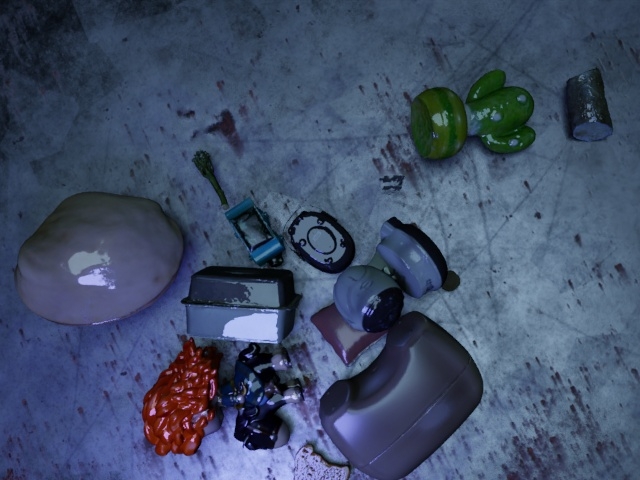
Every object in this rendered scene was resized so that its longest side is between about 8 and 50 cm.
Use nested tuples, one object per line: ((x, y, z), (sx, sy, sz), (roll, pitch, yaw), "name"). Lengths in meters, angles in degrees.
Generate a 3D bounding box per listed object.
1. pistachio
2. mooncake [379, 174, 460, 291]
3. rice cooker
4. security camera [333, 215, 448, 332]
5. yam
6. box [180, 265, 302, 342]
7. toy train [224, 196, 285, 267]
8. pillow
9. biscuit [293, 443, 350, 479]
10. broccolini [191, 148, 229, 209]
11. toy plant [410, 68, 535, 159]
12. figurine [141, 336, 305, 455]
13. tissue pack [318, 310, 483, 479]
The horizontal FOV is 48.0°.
((-0.584, 0.042, 1.896), (0.445, 0.281, 0.365), (-17, 72, -10), "pistachio")
((0.262, -0.025, 1.901), (0.150, 0.057, 0.346), (-11, 79, -7), "mooncake")
((-0.001, -0.001, 1.896), (0.203, 0.118, 0.142), (36, 88, 4), "rice cooker")
((0.161, 0.105, 1.786), (0.277, 0.197, 0.191), (-37, 54, -14), "security camera")
((0.696, -0.358, 1.873), (0.107, 0.107, 0.183), (-7, 80, 6), "yam")
((-0.199, 0.160, 1.852), (0.291, 0.220, 0.166), (3, 97, 7), "box")
((-0.169, -0.017, 1.902), (0.107, 0.154, 0.198), (-34, 80, -2), "toy train")
((0.089, 0.214, 1.881), (0.179, 0.075, 0.171), (-38, 75, -2), "pillow")
((0.009, 0.661, 1.852), (0.183, 0.043, 0.280), (-23, 85, 7), "biscuit")
((-0.293, -0.159, 1.937), (0.239, 0.054, 0.051), (60, 137, 38), "broccolini")
((0.408, -0.327, 1.885), (0.316, 0.184, 0.224), (-10, 86, -11), "toy plant")
((-0.242, 0.407, 1.838), (0.412, 0.241, 0.306), (5, 110, -10), "figurine")
((0.206, 0.389, 1.747), (0.277, 0.267, 0.387), (44, 89, -4), "tissue pack")
